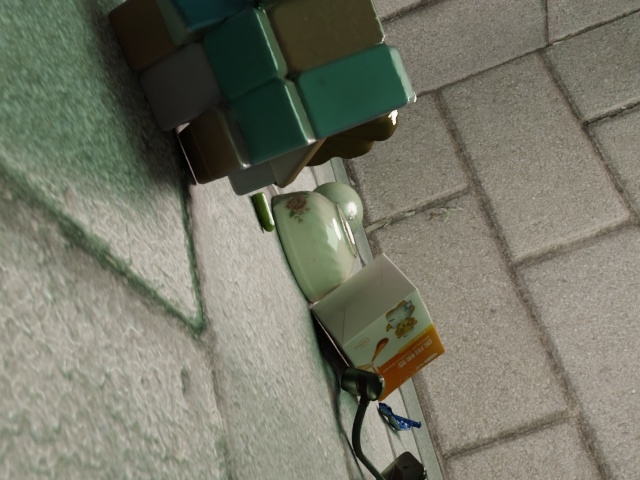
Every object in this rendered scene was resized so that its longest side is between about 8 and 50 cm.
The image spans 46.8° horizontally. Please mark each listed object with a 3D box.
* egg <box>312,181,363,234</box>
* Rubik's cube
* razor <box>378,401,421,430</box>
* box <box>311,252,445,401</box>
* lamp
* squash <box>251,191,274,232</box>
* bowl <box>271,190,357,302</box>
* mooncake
[{"bbox_3d":[0.037,-0.080,2.095,0.236,0.169,0.169,-80,149,-71],"label":"egg"},{"bbox_3d":[-0.068,-0.264,1.062,0.368,0.387,0.358,-57,124,-75],"label":"Rubik's cube"},{"bbox_3d":[0.230,0.550,2.276,0.324,0.093,0.056,48,58,-61],"label":"razor"},{"bbox_3d":[0.149,0.221,1.790,0.143,0.225,0.341,49,-7,38],"label":"box"},{"bbox_3d":[0.113,0.428,1.654,0.283,0.125,0.203,65,-12,-13],"label":"lamp"},{"bbox_3d":[-0.115,-0.056,1.508,0.027,0.027,0.083,11,59,-81],"label":"squash"},{"bbox_3d":[0.000,0.000,1.758,0.277,0.145,0.277,-18,90,-83],"label":"bowl"},{"bbox_3d":[-0.017,-0.292,1.592,0.378,0.379,0.200,34,43,-77],"label":"mooncake"}]
